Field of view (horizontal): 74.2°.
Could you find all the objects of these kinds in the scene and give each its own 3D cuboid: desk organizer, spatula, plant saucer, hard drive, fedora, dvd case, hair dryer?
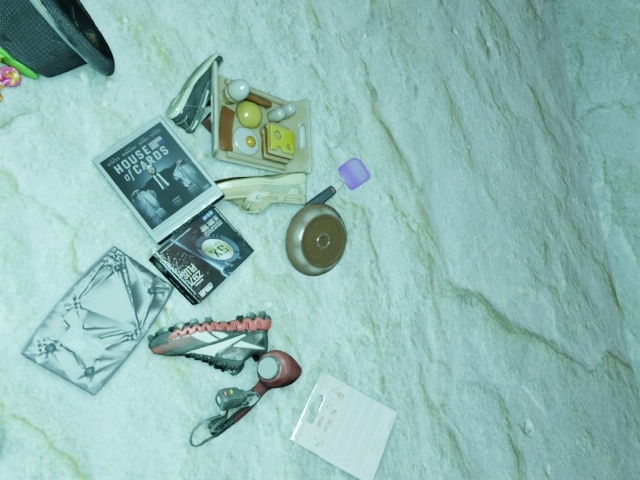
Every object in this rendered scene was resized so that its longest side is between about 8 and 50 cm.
[{"bbox_3d":[-0.247,-0.332,1.086,0.047,0.050,0.130,46,53,-29],"label":"desk organizer"},{"bbox_3d":[0.045,-0.153,1.206,0.296,0.030,0.084,-41,100,-42],"label":"spatula"},{"bbox_3d":[0.000,0.000,1.122,0.198,0.036,0.199,-5,99,-35],"label":"plant saucer"},{"bbox_3d":[-0.442,0.158,0.863,0.172,0.054,0.255,39,63,-16],"label":"hard drive"},{"bbox_3d":[-0.577,-0.455,0.844,0.152,0.334,0.334,-33,96,0],"label":"fedora"},{"bbox_3d":[-0.354,-0.136,0.931,0.179,0.029,0.239,-39,84,-11],"label":"dvd case"},{"bbox_3d":[-0.147,0.327,0.945,0.293,0.224,0.080,-13,58,-45],"label":"hair dryer"}]

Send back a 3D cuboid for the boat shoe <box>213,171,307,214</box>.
[{"bbox_3d":[-0.162,-0.112,1.055,0.302,0.109,0.098,-12,104,-35],"label":"boat shoe"}]

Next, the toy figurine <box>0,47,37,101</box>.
[{"bbox_3d":[-0.681,-0.308,0.825,0.173,0.130,0.160,33,77,-46],"label":"toy figurine"}]

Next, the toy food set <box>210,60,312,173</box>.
[{"bbox_3d":[-0.143,-0.301,1.080,0.305,0.092,0.220,5,78,-44],"label":"toy food set"}]

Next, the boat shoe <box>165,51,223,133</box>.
[{"bbox_3d":[-0.300,-0.373,1.060,0.079,0.083,0.233,39,60,-36],"label":"boat shoe"}]

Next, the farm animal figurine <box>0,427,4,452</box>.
[{"bbox_3d":[-0.659,0.441,0.589,0.326,0.172,0.331,4,71,-29],"label":"farm animal figurine"}]

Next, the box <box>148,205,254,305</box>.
[{"bbox_3d":[-0.271,0.034,0.974,0.147,0.077,0.180,50,60,-11],"label":"box"}]

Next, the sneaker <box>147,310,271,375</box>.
[{"bbox_3d":[-0.233,0.236,0.936,0.275,0.097,0.135,0,77,-31],"label":"sneaker"}]

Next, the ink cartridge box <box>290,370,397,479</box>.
[{"bbox_3d":[0.062,0.475,1.087,0.232,0.066,0.189,28,65,2],"label":"ink cartridge box"}]
